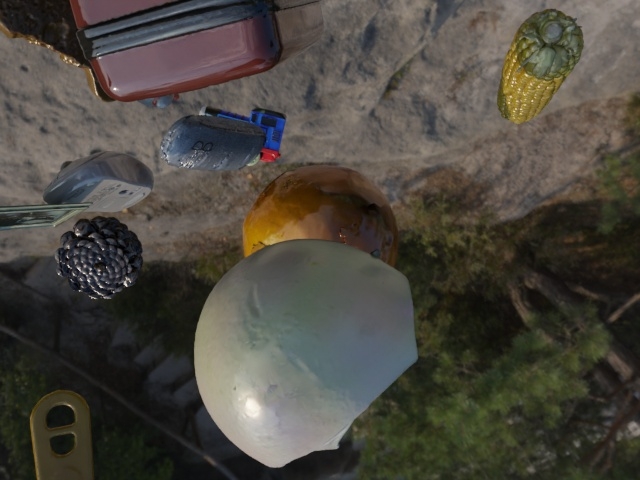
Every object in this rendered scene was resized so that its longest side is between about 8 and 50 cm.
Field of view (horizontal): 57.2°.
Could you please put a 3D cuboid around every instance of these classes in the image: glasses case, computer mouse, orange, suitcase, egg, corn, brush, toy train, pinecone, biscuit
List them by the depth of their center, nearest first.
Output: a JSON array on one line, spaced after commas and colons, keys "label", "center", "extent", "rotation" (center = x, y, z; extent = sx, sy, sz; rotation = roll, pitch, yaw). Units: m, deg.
[{"label": "brush", "center": [-0.174, 0.244, 0.417], "extent": [0.103, 0.272, 0.013], "rotation": [-6, 169, -23]}, {"label": "egg", "center": [-0.036, 0.127, 0.591], "extent": [0.206, 0.162, 0.271], "rotation": [33, 106, -5]}, {"label": "suitcase", "center": [-0.126, -0.277, 0.693], "extent": [0.236, 0.297, 0.161], "rotation": [-8, 111, 15]}, {"label": "biscuit", "center": [-0.360, -0.331, 0.836], "extent": [0.183, 0.047, 0.320], "rotation": [-46, 149, -12]}, {"label": "corn", "center": [0.308, -0.242, 0.854], "extent": [0.091, 0.091, 0.260], "rotation": [-4, 171, 6]}, {"label": "orange", "center": [0.000, 0.000, 0.924], "extent": [0.246, 0.246, 0.246], "rotation": [-12, 136, -12]}, {"label": "pinecone", "center": [-0.362, 0.024, 0.968], "extent": [0.140, 0.121, 0.140], "rotation": [-2, 102, -7]}, {"label": "glasses case", "center": [-0.203, -0.189, 1.154], "extent": [0.109, 0.067, 0.282], "rotation": [-46, 163, 22]}, {"label": "toy train", "center": [-0.183, -0.244, 1.329], "extent": [0.203, 0.083, 0.131], "rotation": [13, 101, -6]}, {"label": "computer mouse", "center": [-0.533, -0.152, 1.421], "extent": [0.184, 0.121, 0.297], "rotation": [-27, 170, 22]}]

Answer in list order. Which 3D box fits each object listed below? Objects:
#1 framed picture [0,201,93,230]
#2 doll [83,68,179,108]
[{"label": "framed picture", "center": [-0.630, -0.042, 1.224], "extent": [0.232, 0.019, 0.296], "rotation": [-6, 178, -36]}, {"label": "doll", "center": [-0.411, -0.371, 1.258], "extent": [0.105, 0.200, 0.336], "rotation": [-45, 155, 11]}]
